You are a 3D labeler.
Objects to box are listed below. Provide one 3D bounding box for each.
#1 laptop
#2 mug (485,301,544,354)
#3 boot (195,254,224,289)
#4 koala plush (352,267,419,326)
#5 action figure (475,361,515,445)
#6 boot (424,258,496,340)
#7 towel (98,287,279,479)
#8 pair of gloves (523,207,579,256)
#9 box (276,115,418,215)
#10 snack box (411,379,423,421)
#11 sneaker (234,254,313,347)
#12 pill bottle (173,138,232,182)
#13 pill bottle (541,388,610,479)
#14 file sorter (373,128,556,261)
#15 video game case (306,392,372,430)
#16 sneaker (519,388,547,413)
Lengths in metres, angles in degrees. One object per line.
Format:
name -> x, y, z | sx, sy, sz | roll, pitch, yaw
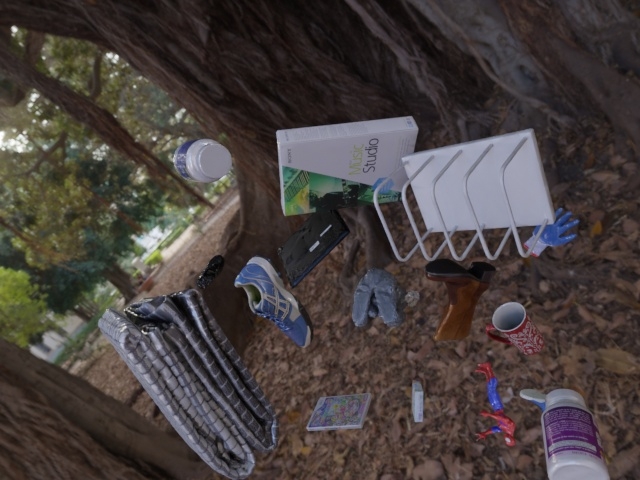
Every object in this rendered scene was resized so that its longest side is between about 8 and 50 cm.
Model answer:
laptop -> 0.000, 0.000, 1.389 | 0.234, 0.136, 0.264 | -46, 40, 17
mug -> 0.656, 0.299, 1.580 | 0.150, 0.169, 0.113 | -3, 50, 55
boot -> -0.295, 0.080, 1.283 | 0.121, 0.045, 0.099 | -56, 9, -27
koala plush -> 0.245, 0.206, 1.680 | 0.196, 0.221, 0.204 | -7, 78, 37
action figure -> 0.592, 0.591, 1.667 | 0.138, 0.092, 0.281 | -14, 55, -2
boot -> 0.413, 0.198, 1.519 | 0.096, 0.263, 0.281 | 46, 129, 49
towel -> -0.202, 0.205, 0.723 | 0.121, 0.284, 0.235 | -38, 15, -29
pair of gloves -> 0.523, -0.055, 1.159 | 0.023, 0.198, 0.159 | -35, -16, -39
box -> 0.060, -0.174, 1.134 | 0.232, 0.321, 0.059 | 90, 170, -50
snack box -> 0.408, 0.674, 1.975 | 0.037, 0.141, 0.100 | -1, 12, 2
sneaker -> -0.094, 0.135, 0.943 | 0.080, 0.211, 0.081 | -31, 8, 47
pill bottle -> -0.301, -0.205, 1.209 | 0.112, 0.112, 0.186 | -50, 29, -15
pill bottle -> 0.803, 0.632, 1.501 | 0.169, 0.169, 0.302 | -37, 14, 33
file sorter -> 0.277, -0.071, 0.926 | 0.277, 0.193, 0.173 | -4, 30, 43
video game case -> 0.039, 0.348, 0.954 | 0.121, 0.011, 0.087 | -15, 20, 26
sneaker -> 0.813, 0.605, 1.729 | 0.151, 0.085, 0.058 | 6, 22, 17
